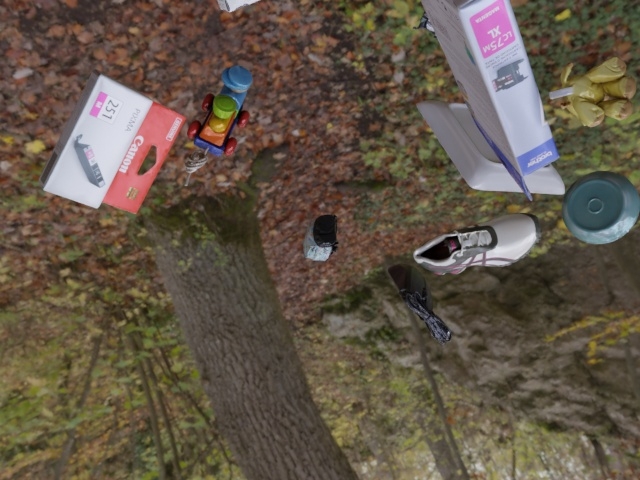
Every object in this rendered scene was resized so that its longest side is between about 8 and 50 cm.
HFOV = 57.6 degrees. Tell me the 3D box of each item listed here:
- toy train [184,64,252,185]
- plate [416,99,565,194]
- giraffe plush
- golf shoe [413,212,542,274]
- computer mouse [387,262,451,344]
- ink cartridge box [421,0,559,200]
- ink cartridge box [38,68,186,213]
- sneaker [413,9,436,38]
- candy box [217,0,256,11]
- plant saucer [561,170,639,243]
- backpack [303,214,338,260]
[{"bbox_3d":[-0.212,-0.238,1.200,0.143,0.105,0.247,-50,-161,54],"label":"toy train"},{"bbox_3d":[0.380,-0.215,1.272,0.278,0.277,0.045,1,139,-28],"label":"plate"},{"bbox_3d":[0.730,-0.389,1.590,0.211,0.181,0.170,6,-177,17],"label":"giraffe plush"},{"bbox_3d":[0.333,0.013,1.249,0.273,0.105,0.120,-22,162,31],"label":"golf shoe"},{"bbox_3d":[0.253,0.135,1.506,0.072,0.188,0.272,-39,-157,7],"label":"computer mouse"},{"bbox_3d":[0.216,-0.213,0.749,0.065,0.185,0.311,-28,132,10],"label":"ink cartridge box"},{"bbox_3d":[-0.447,-0.199,1.294,0.239,0.060,0.275,23,101,-43],"label":"ink cartridge box"},{"bbox_3d":[0.177,-0.375,0.955,0.069,0.098,0.038,-35,-147,16],"label":"sneaker"},{"bbox_3d":[-0.172,-0.629,1.281,0.165,0.196,0.070,-28,-145,-13],"label":"candy box"},{"bbox_3d":[0.442,-0.054,0.930,0.119,0.119,0.021,-31,154,37],"label":"plant saucer"},{"bbox_3d":[0.000,0.000,2.187,0.115,0.151,0.182,10,148,-8],"label":"backpack"}]
